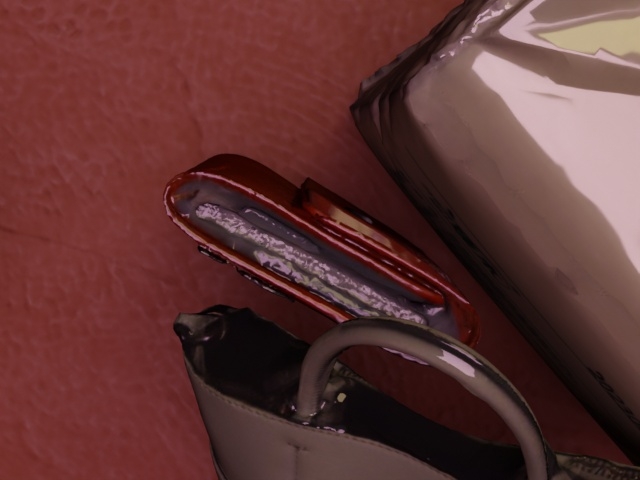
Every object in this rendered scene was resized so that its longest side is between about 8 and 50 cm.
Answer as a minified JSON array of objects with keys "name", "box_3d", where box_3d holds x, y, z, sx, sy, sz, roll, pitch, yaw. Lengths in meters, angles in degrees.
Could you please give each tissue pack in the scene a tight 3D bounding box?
[{"name":"tissue pack","box_3d":[0.207,0.015,0.587,0.207,0.297,0.380,-41,96,1]}]

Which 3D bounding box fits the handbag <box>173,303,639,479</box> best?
[{"name":"handbag","box_3d":[0.055,0.117,0.574,0.241,0.315,0.109,19,50,21]}]

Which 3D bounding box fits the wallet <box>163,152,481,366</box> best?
[{"name":"wallet","box_3d":[0.000,0.000,0.618,0.142,0.204,0.045,29,94,-3]}]
